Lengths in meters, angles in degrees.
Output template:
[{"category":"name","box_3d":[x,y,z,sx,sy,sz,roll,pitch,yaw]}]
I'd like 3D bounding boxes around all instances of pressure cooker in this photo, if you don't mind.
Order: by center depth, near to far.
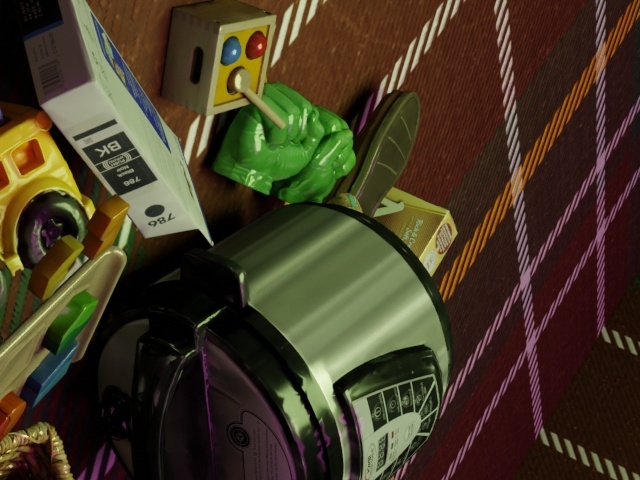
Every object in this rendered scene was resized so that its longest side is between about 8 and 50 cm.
[{"category":"pressure cooker","box_3d":[-0.078,0.187,1.608,0.420,0.370,0.375,-33,179,-45]}]

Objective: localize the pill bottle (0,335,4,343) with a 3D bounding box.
[{"category":"pill bottle","box_3d":[-0.368,0.137,1.347,0.078,0.078,0.137,-36,142,-45]}]

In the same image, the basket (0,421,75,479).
[{"category":"basket","box_3d":[-0.365,0.364,1.331,0.223,0.213,0.299,-52,161,27]}]

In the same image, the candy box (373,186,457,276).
[{"category":"candy box","box_3d":[0.049,0.065,1.944,0.316,0.182,0.087,-57,154,-16]}]

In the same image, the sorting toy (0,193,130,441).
[{"category":"sorting toy","box_3d":[-0.269,0.098,1.235,0.229,0.041,0.307,-45,171,-45]}]

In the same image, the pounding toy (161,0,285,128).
[{"category":"pounding toy","box_3d":[-0.105,-0.201,1.521,0.130,0.100,0.141,-25,133,-52]}]

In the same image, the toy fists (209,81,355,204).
[{"category":"toy fists","box_3d":[-0.036,-0.124,1.725,0.279,0.096,0.142,19,95,-63]}]

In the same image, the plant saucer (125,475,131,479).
[{"category":"plant saucer","box_3d":[-0.213,0.344,1.863,0.198,0.036,0.199,-43,147,-37]}]

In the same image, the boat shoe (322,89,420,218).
[{"category":"boat shoe","box_3d":[0.044,-0.095,1.891,0.307,0.104,0.111,-63,149,-13]}]

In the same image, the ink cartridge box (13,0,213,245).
[{"category":"ink cartridge box","box_3d":[-0.210,-0.120,1.328,0.065,0.165,0.333,-24,148,4]}]

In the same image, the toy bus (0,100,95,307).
[{"category":"toy bus","box_3d":[-0.340,-0.049,1.186,0.220,0.149,0.211,-41,132,-36]}]

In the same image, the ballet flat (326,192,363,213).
[{"category":"ballet flat","box_3d":[0.000,0.000,1.787,0.073,0.067,0.206,14,144,-30]}]
